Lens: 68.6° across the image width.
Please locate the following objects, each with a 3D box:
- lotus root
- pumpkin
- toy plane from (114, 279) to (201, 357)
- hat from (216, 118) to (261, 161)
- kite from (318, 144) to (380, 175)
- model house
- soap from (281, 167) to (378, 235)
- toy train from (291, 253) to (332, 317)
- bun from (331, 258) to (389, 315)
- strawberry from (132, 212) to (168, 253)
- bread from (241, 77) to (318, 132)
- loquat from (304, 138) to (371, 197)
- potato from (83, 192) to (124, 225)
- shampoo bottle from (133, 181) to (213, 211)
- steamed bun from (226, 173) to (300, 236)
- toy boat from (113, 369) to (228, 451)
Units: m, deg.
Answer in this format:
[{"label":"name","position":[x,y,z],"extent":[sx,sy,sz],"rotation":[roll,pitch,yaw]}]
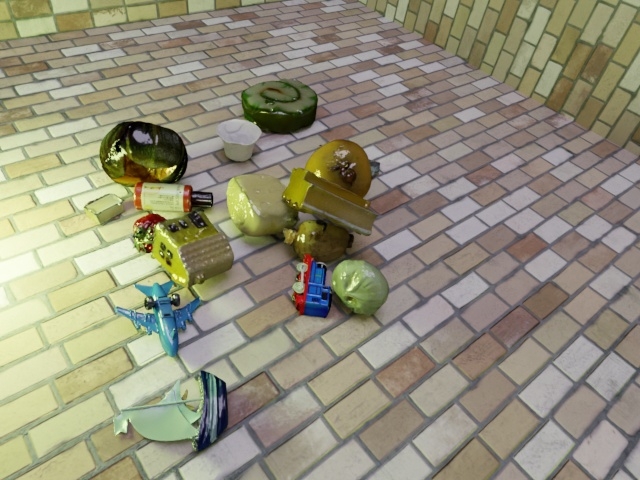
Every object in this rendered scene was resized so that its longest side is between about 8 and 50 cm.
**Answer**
[{"label":"lotus root","position":[0.000,0.000,1.662],"extent":[0.257,0.154,0.140],"rotation":[0,38,-21]},{"label":"pumpkin","position":[-0.661,-0.316,1.758],"extent":[0.320,0.320,0.192],"rotation":[-3,68,-13]},{"label":"toy plane","position":[-0.467,0.224,1.400],"extent":[0.254,0.105,0.271],"rotation":[-4,41,-34]},{"label":"hat","position":[-0.354,-0.424,2.034],"extent":[0.203,0.126,0.203],"rotation":[5,45,-5]},{"label":"kite","position":[0.119,-0.361,2.121],"extent":[0.310,0.015,0.169],"rotation":[17,37,7]},{"label":"model house","position":[-0.411,0.046,1.534],"extent":[0.193,0.174,0.234],"rotation":[-23,62,-45]},{"label":"soap","position":[0.030,-0.129,1.632],"extent":[0.281,0.143,0.259],"rotation":[24,8,-24]},{"label":"toy train","position":[-0.026,0.152,1.560],"extent":[0.131,0.082,0.204],"rotation":[8,47,-2]},{"label":"bun","position":[0.118,0.154,1.511],"extent":[0.195,0.195,0.118],"rotation":[33,50,21]},{"label":"strawberry","position":[-0.577,-0.028,1.615],"extent":[0.131,0.131,0.148],"rotation":[12,23,2]},{"label":"bread","position":[-0.198,-0.678,2.310],"extent":[0.366,0.129,0.382],"rotation":[13,45,3]},{"label":"loquat","position":[0.076,-0.261,1.850],"extent":[0.275,0.275,0.275],"rotation":[5,45,-5]},{"label":"potato","position":[-0.779,-0.116,1.702],"extent":[0.086,0.061,0.122],"rotation":[32,47,20]},{"label":"shampoo bottle","position":[-0.543,-0.159,1.755],"extent":[0.278,0.104,0.104],"rotation":[2,46,-8]},{"label":"steamed bun","position":[-0.215,-0.116,1.735],"extent":[0.232,0.166,0.273],"rotation":[-9,53,-40]},{"label":"toy boat","position":[-0.391,0.448,1.220],"extent":[0.291,0.067,0.220],"rotation":[-4,47,-10]}]
